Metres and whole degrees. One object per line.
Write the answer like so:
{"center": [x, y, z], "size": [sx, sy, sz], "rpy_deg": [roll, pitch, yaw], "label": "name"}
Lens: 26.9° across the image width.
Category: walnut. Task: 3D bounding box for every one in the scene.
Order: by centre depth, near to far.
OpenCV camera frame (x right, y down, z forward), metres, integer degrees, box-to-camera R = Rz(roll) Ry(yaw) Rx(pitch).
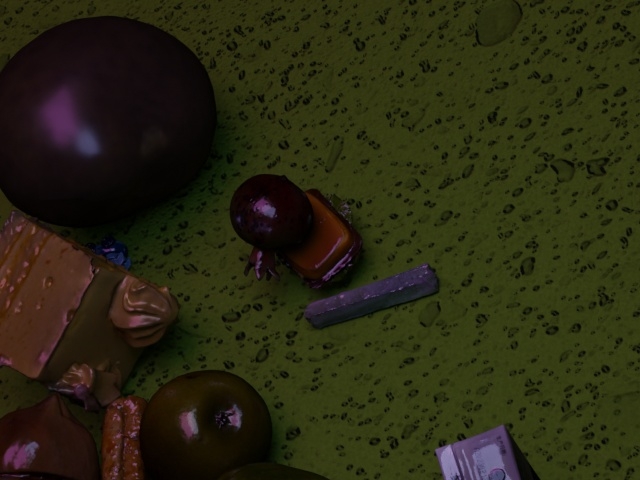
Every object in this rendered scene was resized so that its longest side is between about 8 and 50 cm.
{"center": [-0.432, 0.363, 1.958], "size": [0.203, 0.203, 0.298], "rpy_deg": [18, 98, 32], "label": "walnut"}

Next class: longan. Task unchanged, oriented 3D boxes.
{"center": [-0.365, -0.196, 2.210], "size": [0.404, 0.336, 0.404], "rpy_deg": [-7, 27, 4], "label": "longan"}

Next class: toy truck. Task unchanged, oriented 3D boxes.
{"center": [-0.356, 0.044, 2.247], "size": [0.073, 0.056, 0.090], "rpy_deg": [-20, 63, 14], "label": "toy truck"}

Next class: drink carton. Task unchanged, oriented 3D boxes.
{"center": [0.233, 0.342, 1.677], "size": [0.102, 0.222, 0.134], "rpy_deg": [-20, 53, 11], "label": "drink carton"}

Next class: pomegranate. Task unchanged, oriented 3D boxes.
{"center": [-0.082, -0.023, 2.010], "size": [0.129, 0.129, 0.159], "rpy_deg": [16, 73, 31], "label": "pomegranate"}

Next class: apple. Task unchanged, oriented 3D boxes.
{"center": [-0.164, 0.277, 1.922], "size": [0.196, 0.157, 0.196], "rpy_deg": [9, 64, -19], "label": "apple"}

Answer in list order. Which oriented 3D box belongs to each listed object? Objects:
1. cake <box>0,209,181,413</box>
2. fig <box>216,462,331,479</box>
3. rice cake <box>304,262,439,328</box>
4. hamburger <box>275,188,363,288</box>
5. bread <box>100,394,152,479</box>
{"center": [-0.377, 0.121, 2.074], "size": [0.286, 0.222, 0.227], "rpy_deg": [27, 87, 35], "label": "cake"}
{"center": [-0.023, 0.384, 1.803], "size": [0.275, 0.206, 0.206], "rpy_deg": [-12, 52, -10], "label": "fig"}
{"center": [0.076, 0.086, 2.029], "size": [0.211, 0.043, 0.034], "rpy_deg": [-18, 46, 13], "label": "rice cake"}
{"center": [0.000, 0.000, 2.087], "size": [0.137, 0.087, 0.166], "rpy_deg": [-43, 52, 2], "label": "hamburger"}
{"center": [-0.282, 0.341, 1.983], "size": [0.083, 0.114, 0.211], "rpy_deg": [-8, 54, 3], "label": "bread"}
